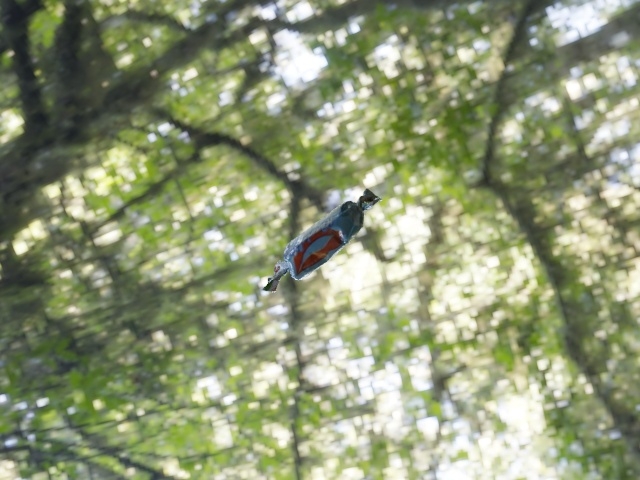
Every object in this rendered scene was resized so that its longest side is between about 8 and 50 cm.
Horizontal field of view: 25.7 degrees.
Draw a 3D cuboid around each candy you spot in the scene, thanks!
[{"bbox_3d":[0.000,0.000,0.755,0.020,0.083,0.030,48,-164,-12],"label":"candy"}]
